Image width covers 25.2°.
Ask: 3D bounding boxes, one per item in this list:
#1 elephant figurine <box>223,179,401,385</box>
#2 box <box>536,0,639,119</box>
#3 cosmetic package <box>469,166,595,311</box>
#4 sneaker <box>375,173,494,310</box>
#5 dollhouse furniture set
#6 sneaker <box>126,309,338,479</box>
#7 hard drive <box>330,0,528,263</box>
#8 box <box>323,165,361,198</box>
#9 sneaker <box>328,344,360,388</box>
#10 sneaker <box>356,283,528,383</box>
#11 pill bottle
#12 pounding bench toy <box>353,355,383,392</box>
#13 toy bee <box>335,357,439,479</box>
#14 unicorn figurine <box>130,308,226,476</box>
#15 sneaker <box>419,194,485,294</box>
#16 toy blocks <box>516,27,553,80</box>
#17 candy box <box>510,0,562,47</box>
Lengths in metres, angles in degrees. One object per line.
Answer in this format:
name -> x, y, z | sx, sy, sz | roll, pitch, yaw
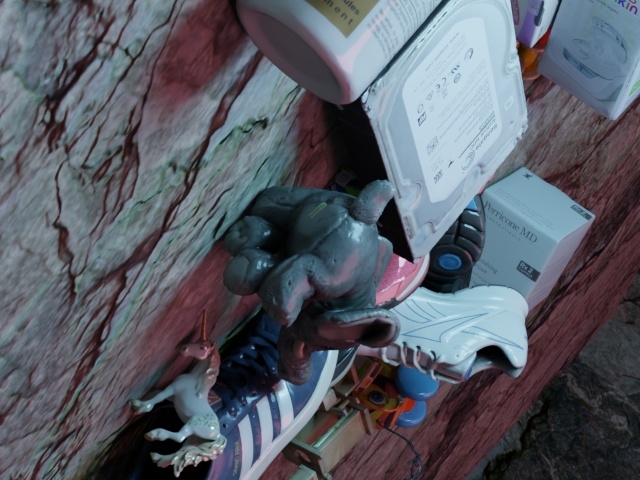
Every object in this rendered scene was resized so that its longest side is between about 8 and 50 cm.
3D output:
elephant figurine -> 0.014, 0.053, 1.523 | 0.169, 0.186, 0.239 | -58, 137, -18
box -> 0.408, -0.317, 1.742 | 0.262, 0.127, 0.231 | -44, 160, -30
cosmetic package -> 0.320, 0.008, 2.328 | 0.151, 0.151, 0.183 | -29, 150, -51
sneaker -> 0.105, -0.053, 1.782 | 0.314, 0.116, 0.136 | -54, 154, -21
dollhouse furniture set -> -0.030, 0.269, 2.092 | 0.182, 0.101, 0.161 | -42, 135, -30
sneaker -> -0.107, 0.187, 1.644 | 0.350, 0.131, 0.148 | -59, 143, -15
hard drive -> 0.129, -0.148, 1.578 | 0.237, 0.064, 0.339 | -49, 151, -17
box -> 0.000, 0.000, 1.657 | 0.169, 0.054, 0.059 | -51, 162, -5
sneaker -> 0.023, 0.091, 1.871 | 0.222, 0.083, 0.118 | -55, 160, -26
sneaker -> 0.150, 0.132, 1.975 | 0.111, 0.297, 0.129 | 94, -8, -51
pill bottle -> 0.047, -0.238, 1.198 | 0.229, 0.131, 0.131 | -50, 162, -12
pounding bench toy -> 0.065, 0.182, 2.172 | 0.083, 0.052, 0.065 | -54, 163, 2
toy bee -> 0.103, 0.227, 2.251 | 0.298, 0.162, 0.195 | -75, -176, -66
unicorn figurine -> -0.147, 0.174, 1.552 | 0.111, 0.162, 0.060 | -20, 160, -11
sneaker -> 0.166, 0.009, 2.057 | 0.341, 0.125, 0.139 | 99, 5, -51
toy blocks -> 0.261, -0.259, 1.830 | 0.123, 0.054, 0.148 | -40, 158, -37
candy box -> 0.295, -0.352, 1.711 | 0.196, 0.070, 0.165 | -44, 161, -28
